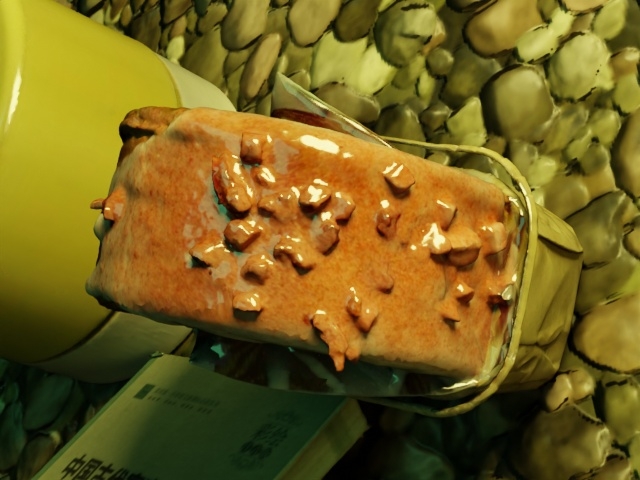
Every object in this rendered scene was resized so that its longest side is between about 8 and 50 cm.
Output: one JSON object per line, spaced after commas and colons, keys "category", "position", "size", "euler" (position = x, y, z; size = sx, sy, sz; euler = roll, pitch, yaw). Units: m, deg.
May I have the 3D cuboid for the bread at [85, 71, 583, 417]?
{"category": "bread", "position": [0.000, 0.000, 0.655], "size": [0.224, 0.212, 0.142], "euler": [9, 83, 47]}

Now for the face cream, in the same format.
{"category": "face cream", "position": [-0.182, -0.037, 0.870], "size": [0.218, 0.179, 0.218], "euler": [-20, 59, 38]}

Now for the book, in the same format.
{"category": "book", "position": [-0.126, 0.169, 0.721], "size": [0.282, 0.025, 0.215], "euler": [-47, 27, -25]}
